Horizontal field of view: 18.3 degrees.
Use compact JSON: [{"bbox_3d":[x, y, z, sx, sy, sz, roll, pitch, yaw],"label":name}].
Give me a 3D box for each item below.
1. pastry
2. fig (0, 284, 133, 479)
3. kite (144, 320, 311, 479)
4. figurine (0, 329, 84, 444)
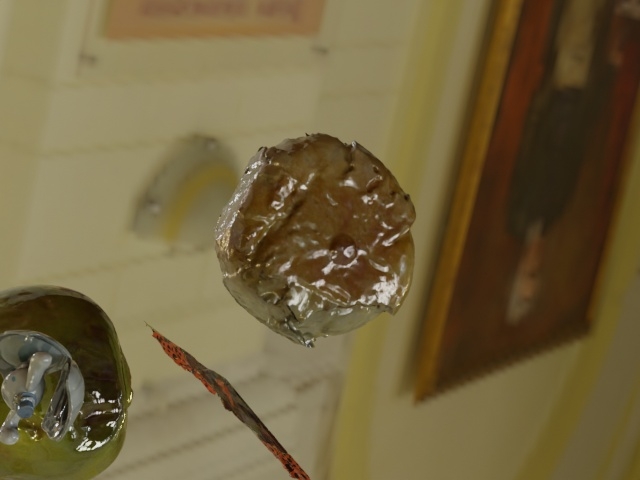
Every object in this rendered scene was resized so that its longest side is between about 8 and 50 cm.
[{"bbox_3d":[-0.002,-0.002,1.402,0.153,0.153,0.081,8,170,-20],"label":"pastry"},{"bbox_3d":[-0.352,0.175,2.285,0.271,0.239,0.239,-8,-166,-1],"label":"fig"},{"bbox_3d":[-0.068,0.127,1.578,0.222,0.008,0.125,46,-177,-14],"label":"kite"},{"bbox_3d":[-0.241,0.123,1.688,0.082,0.094,0.086,9,-127,-19],"label":"figurine"}]
